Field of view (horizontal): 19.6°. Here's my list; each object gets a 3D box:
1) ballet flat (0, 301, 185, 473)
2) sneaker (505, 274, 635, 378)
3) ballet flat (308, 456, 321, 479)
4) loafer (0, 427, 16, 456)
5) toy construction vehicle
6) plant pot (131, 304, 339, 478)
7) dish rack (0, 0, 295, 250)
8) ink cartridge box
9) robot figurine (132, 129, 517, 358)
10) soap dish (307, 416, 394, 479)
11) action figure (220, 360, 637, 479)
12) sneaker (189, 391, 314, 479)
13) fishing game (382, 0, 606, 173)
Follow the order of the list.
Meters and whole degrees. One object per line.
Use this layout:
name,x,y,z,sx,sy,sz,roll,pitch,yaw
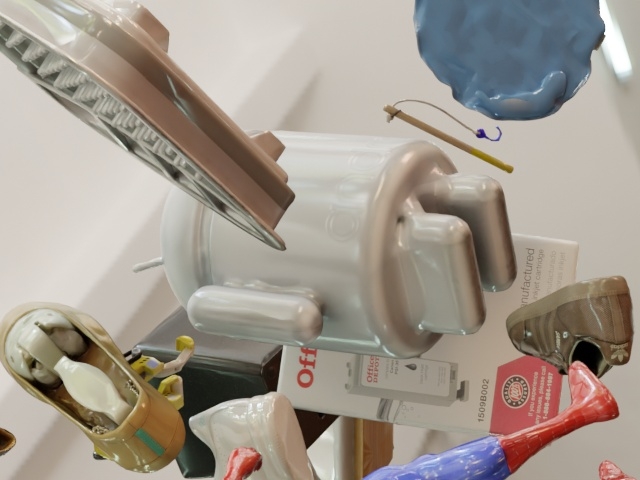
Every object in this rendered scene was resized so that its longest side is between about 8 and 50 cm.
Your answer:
ballet flat,-0.191,0.097,1.436,0.080,0.232,0.073,-53,-39,-8
sneaker,0.197,0.082,1.479,0.188,0.066,0.071,126,137,-72
ballet flat,-0.011,0.318,1.970,0.068,0.072,0.213,22,-132,-44
loafer,-0.362,0.191,1.838,0.170,0.061,0.062,37,-144,-72
toy construction vehicle,-0.141,0.130,1.504,0.098,0.035,0.085,-29,-47,-40
plant pot,-0.073,0.158,2.132,0.188,0.167,0.187,-42,-58,-39
dish rack,-0.160,-0.130,1.394,0.072,0.285,0.333,-54,-32,-4
ink cartridge box,0.108,0.086,1.872,0.117,0.283,0.207,29,-112,-83
robot figurine,0.000,0.000,1.710,0.300,0.354,0.199,-45,-49,-49
soap dish,0.000,0.185,2.512,0.118,0.229,0.290,-28,-46,-32
action figure,0.005,0.142,0.927,0.139,0.280,0.091,-142,31,-69
sneaker,-0.047,0.224,1.510,0.080,0.094,0.212,-54,-49,-66
fishing game,0.170,-0.200,1.680,0.189,0.041,0.264,21,-95,-16
